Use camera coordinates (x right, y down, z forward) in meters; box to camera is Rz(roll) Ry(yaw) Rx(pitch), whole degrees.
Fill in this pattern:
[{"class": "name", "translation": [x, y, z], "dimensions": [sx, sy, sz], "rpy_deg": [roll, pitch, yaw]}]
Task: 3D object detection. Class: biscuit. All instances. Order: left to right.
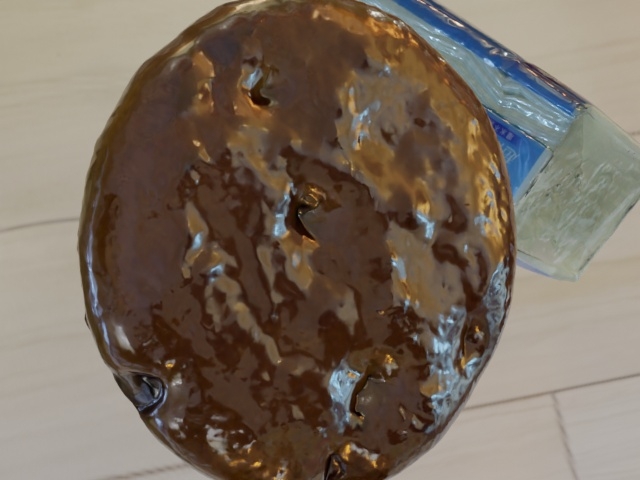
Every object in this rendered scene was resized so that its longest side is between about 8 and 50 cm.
[{"class": "biscuit", "translation": [0.000, 0.000, 0.544], "dimensions": [0.212, 0.036, 0.212], "rpy_deg": [1, 88, -30]}]

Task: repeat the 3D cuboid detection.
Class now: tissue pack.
[{"class": "tissue pack", "translation": [0.122, -0.098, 1.108], "dimensions": [0.263, 0.198, 0.146], "rpy_deg": [41, 100, 32]}]
